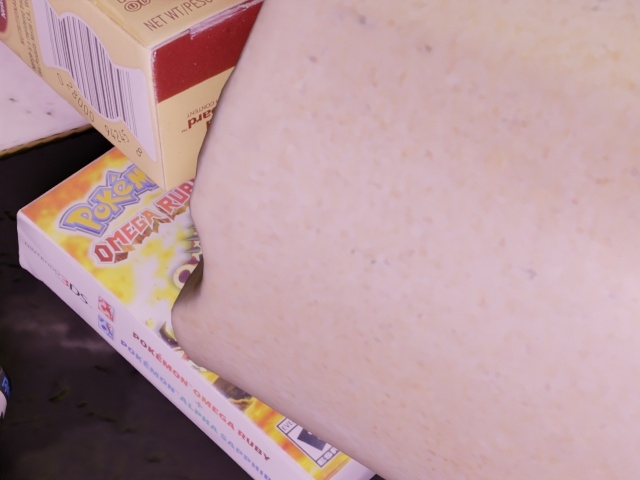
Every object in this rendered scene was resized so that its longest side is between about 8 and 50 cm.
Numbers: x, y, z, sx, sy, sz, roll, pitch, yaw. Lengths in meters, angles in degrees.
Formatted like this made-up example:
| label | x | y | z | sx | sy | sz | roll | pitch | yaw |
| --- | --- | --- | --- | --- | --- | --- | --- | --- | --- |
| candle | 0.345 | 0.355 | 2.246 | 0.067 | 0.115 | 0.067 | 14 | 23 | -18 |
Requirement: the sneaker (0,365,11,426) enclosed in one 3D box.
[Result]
| label | x | y | z | sx | sy | sz | roll | pitch | yaw |
| --- | --- | --- | --- | --- | --- | --- | --- | --- | --- |
| sneaker | -0.131 | 0.106 | 0.549 | 0.217 | 0.079 | 0.121 | 27 | 56 | 13 |

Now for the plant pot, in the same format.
| label | x | y | z | sx | sy | sz | roll | pitch | yaw |
| --- | --- | --- | --- | --- | --- | --- | --- | --- | --- |
| plant pot | 0.130 | -0.001 | 0.505 | 0.305 | 0.334 | 0.334 | 24 | 54 | 8 |

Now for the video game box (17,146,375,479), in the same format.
| label | x | y | z | sx | sy | sz | roll | pitch | yaw |
| --- | --- | --- | --- | --- | --- | --- | --- | --- | --- |
| video game box | 0.000 | 0.000 | 0.669 | 0.187 | 0.048 | 0.205 | 38 | 57 | 22 |

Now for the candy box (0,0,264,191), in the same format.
| label | x | y | z | sx | sy | sz | roll | pitch | yaw |
| --- | --- | --- | --- | --- | --- | --- | --- | --- | --- |
| candy box | -0.096 | -0.173 | 0.726 | 0.183 | 0.087 | 0.316 | -30 | 53 | -27 |
